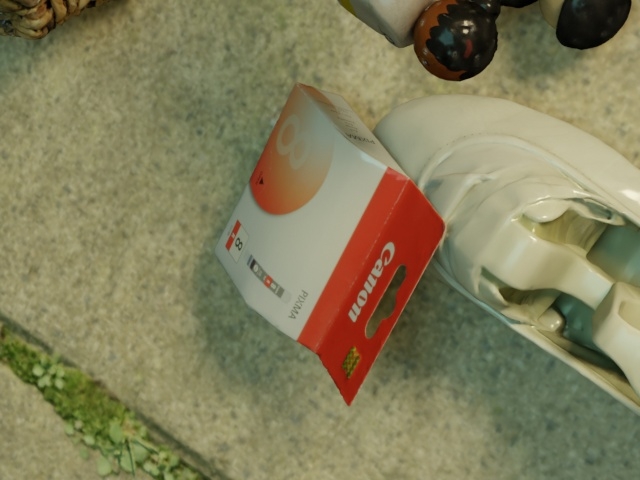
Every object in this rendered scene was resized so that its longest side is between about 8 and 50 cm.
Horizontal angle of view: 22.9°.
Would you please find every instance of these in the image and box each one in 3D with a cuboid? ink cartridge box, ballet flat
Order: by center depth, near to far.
[{"bbox_3d":[0.172,0.028,0.966,0.400,0.139,0.139,37,107,21],"label":"ballet flat"},{"bbox_3d":[0.000,0.000,1.046,0.145,0.045,0.179,-63,33,21],"label":"ink cartridge box"}]

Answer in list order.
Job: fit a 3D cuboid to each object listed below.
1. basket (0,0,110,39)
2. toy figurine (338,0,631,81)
[{"bbox_3d":[-0.236,-0.300,1.182,0.299,0.223,0.213,30,137,23],"label":"basket"},{"bbox_3d":[0.110,-0.205,0.934,0.148,0.209,0.213,39,129,23],"label":"toy figurine"}]
